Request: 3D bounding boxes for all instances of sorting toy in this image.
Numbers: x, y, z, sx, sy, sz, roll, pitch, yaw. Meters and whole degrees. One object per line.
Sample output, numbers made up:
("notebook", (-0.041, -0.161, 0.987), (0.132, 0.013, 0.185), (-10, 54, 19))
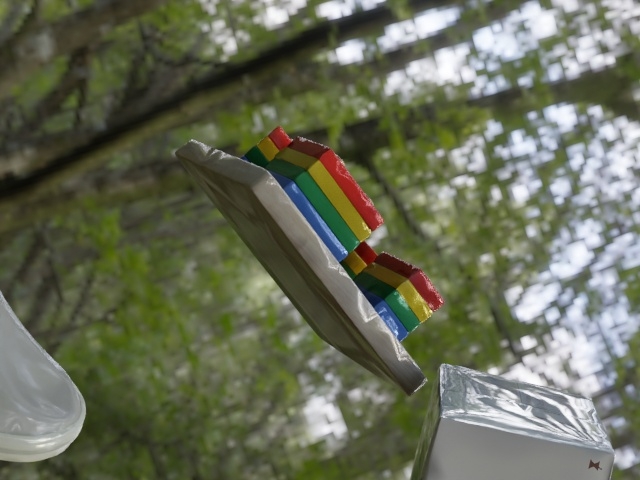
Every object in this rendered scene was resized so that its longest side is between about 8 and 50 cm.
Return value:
("sorting toy", (0.000, 0.000, 1.619), (0.257, 0.089, 0.255), (52, -10, -20))

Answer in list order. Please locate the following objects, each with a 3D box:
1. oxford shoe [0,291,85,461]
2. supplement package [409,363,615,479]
("oxford shoe", (-0.340, -0.014, 1.259), (0.449, 0.169, 0.130), (45, -67, 4))
("supplement package", (0.152, 0.232, 1.453), (0.203, 0.149, 0.194), (-62, 164, -82))
